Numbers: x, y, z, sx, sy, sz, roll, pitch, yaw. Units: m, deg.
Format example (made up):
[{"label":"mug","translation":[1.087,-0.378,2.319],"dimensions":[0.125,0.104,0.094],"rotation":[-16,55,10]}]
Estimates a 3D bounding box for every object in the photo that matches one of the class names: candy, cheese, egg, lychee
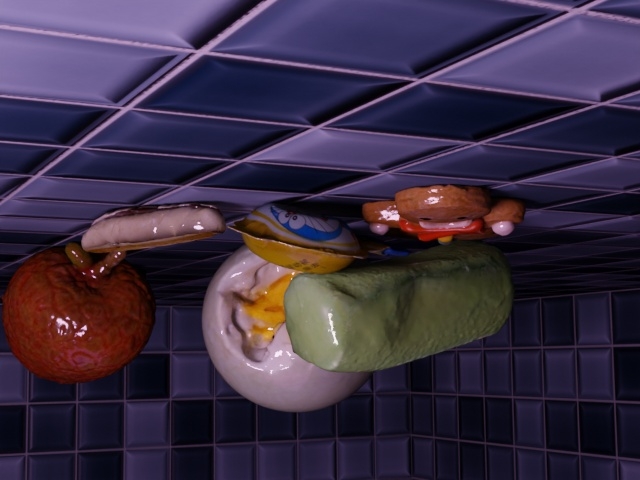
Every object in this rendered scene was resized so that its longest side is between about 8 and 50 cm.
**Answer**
[{"label":"candy","translation":[0.114,0.086,1.422],"dimensions":[0.344,0.142,0.132],"rotation":[-9,-152,-36]},{"label":"cheese","translation":[0.000,0.000,1.334],"dimensions":[0.270,0.069,0.177],"rotation":[7,-170,-46]},{"label":"egg","translation":[-0.032,0.123,1.597],"dimensions":[0.278,0.278,0.336],"rotation":[-2,168,8]},{"label":"lychee","translation":[-0.404,0.118,1.779],"dimensions":[0.255,0.255,0.300],"rotation":[3,139,-27]}]

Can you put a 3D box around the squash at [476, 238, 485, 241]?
[{"label":"squash","translation":[0.243,-0.014,1.542],"dimensions":[0.027,0.027,0.089],"rotation":[3,169,-32]}]

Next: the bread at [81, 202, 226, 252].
[{"label":"bread","translation":[-0.216,-0.019,1.332],"dimensions":[0.214,0.053,0.073],"rotation":[-7,176,26]}]

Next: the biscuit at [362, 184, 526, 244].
[{"label":"biscuit","translation":[0.156,-0.026,1.352],"dimensions":[0.206,0.049,0.324],"rotation":[0,172,3]}]

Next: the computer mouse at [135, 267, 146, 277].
[{"label":"computer mouse","translation":[-0.428,0.084,2.196],"dimensions":[0.099,0.057,0.172],"rotation":[3,176,-41]}]
